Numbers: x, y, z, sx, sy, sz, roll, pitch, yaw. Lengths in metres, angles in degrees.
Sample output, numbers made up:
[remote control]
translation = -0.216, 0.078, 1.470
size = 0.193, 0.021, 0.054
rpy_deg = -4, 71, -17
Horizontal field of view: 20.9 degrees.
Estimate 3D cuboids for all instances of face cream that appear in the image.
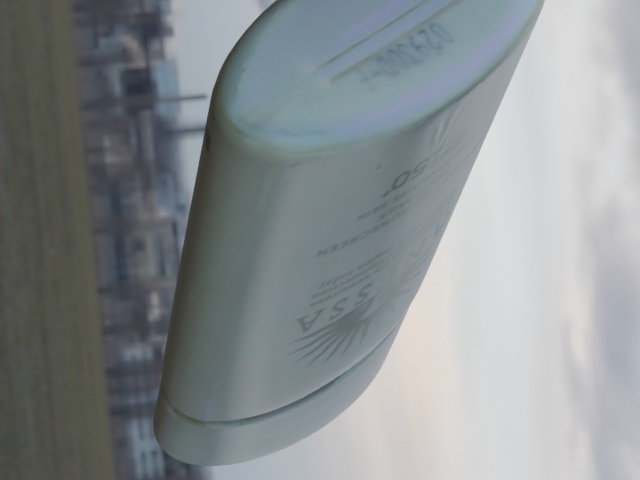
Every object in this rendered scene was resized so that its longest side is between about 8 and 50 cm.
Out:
[face cream]
translation = 0.000, 0.000, 0.834
size = 0.081, 0.173, 0.348
rpy_deg = 47, -28, 17
